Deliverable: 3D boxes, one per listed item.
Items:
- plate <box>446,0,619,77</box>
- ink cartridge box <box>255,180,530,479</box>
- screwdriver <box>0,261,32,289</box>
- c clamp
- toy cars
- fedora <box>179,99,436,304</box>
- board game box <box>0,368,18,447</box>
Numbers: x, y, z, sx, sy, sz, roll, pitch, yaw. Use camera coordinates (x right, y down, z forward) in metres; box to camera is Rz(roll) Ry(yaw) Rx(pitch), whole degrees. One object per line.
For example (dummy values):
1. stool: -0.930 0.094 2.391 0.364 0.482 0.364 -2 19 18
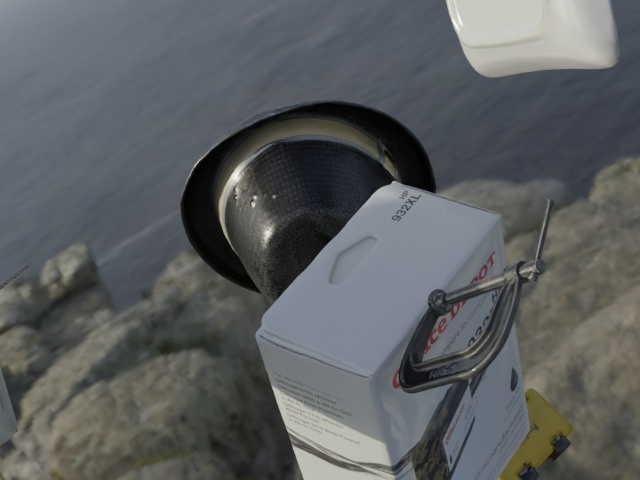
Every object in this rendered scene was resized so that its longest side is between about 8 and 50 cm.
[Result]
1. plate: 0.161 -0.284 1.109 0.045 0.277 0.278 -16 10 -15
2. ink cartridge box: 0.082 0.137 1.146 0.129 0.307 0.223 18 50 33
3. screwdriver: -0.314 0.058 1.137 0.024 0.025 0.170 5 19 17
4. c clamp: 0.117 0.053 0.929 0.160 0.022 0.137 -32 32 52
5. toy cars: 0.240 0.337 1.458 0.087 0.176 0.394 -57 22 36
6. fedora: 0.000 0.000 1.403 0.334 0.334 0.152 -25 47 11
7. board game box: -0.410 0.100 1.004 0.275 0.144 0.142 27 52 23
